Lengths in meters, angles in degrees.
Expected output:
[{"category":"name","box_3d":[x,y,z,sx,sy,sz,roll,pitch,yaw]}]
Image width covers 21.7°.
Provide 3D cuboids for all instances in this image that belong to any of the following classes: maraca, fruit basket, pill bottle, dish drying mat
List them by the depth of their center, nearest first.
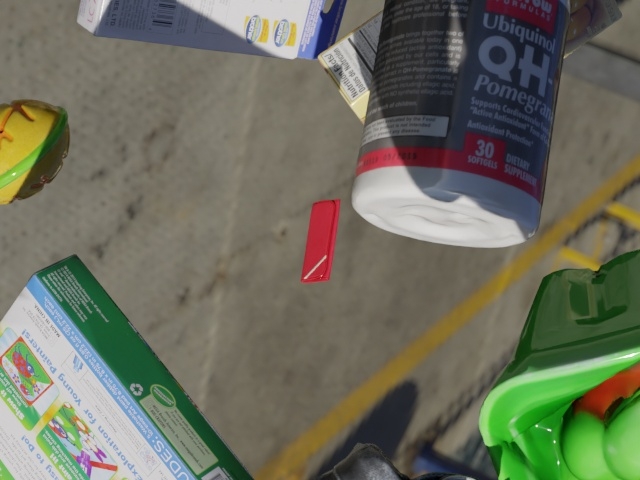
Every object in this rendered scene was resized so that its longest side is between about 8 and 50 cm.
[{"category":"fruit basket","box_3d":[0.232,0.212,0.935,0.392,0.283,0.392,-15,90,-78]},{"category":"pill bottle","box_3d":[0.138,-0.166,1.552,0.176,0.176,0.318,42,56,-66]},{"category":"dish drying mat","box_3d":[0.000,0.000,1.568,0.008,0.032,0.083,36,54,-47]},{"category":"maraca","box_3d":[-0.344,-0.084,1.773,0.099,0.186,0.127,53,15,-24]}]

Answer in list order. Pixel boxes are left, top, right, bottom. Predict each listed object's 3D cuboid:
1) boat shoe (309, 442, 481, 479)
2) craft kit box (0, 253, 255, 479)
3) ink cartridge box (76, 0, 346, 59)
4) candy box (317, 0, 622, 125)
[{"category":"boat shoe","box_3d":[0.061,0.173,0.885,0.102,0.108,0.301,-42,146,4]},{"category":"craft kit box","box_3d":[-0.196,0.177,1.399,0.061,0.250,0.246,-29,167,-48]},{"category":"ink cartridge box","box_3d":[-0.106,-0.307,1.867,0.311,0.065,0.185,4,110,-31]},{"category":"candy box","box_3d":[0.172,-0.229,1.871,0.316,0.087,0.183,-36,149,5]}]
